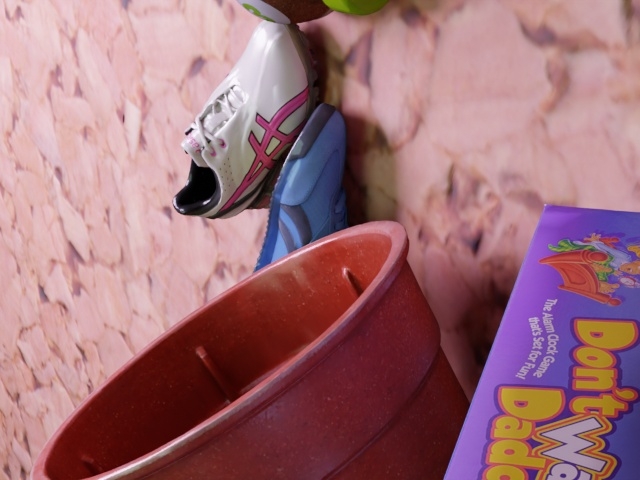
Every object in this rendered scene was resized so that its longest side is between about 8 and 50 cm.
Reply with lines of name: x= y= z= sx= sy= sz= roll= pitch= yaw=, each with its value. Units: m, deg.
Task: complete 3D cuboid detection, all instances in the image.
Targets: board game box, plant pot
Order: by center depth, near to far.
board game box: x=0.108 y=0.171 z=0.564 sx=0.078 sy=0.347 sz=0.233 roll=5 pitch=123 yaw=19
plant pot: x=0.007 y=0.172 z=0.793 sx=0.265 sy=0.272 sz=0.272 roll=57 pitch=149 yaw=-12

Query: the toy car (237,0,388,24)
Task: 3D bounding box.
toy car: x=-0.073 y=-0.199 z=0.785 sx=0.155 sy=0.188 sz=0.149 roll=21 pitch=123 yaw=50

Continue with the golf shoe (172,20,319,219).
golf shoe: x=-0.057 y=-0.082 z=0.919 sx=0.067 sy=0.086 sz=0.186 roll=51 pitch=141 yaw=29

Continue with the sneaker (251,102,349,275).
sneaker: x=0.000 y=0.000 z=0.911 sx=0.082 sy=0.069 sz=0.209 roll=22 pitch=121 yaw=10
